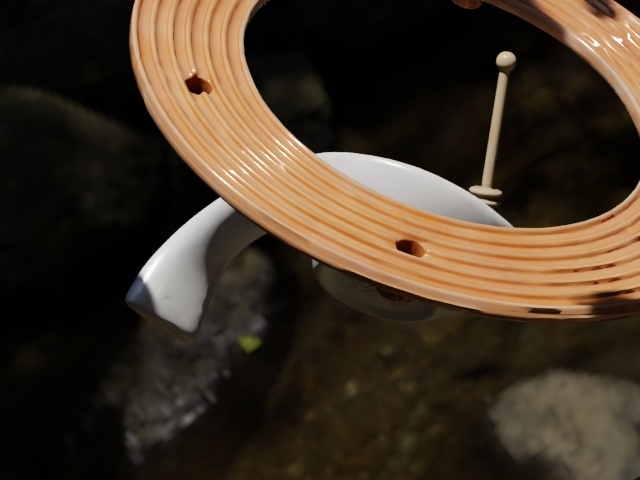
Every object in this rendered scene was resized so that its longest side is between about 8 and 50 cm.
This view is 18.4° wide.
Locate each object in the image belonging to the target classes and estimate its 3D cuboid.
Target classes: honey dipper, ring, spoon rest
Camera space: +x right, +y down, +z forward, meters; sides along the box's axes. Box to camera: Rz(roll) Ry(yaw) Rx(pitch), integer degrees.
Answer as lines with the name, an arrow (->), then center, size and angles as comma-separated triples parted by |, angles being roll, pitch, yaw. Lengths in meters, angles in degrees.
honey dipper -> 0.152, -0.088, 1.753 | 0.030, 0.160, 0.030 | 7, 10, -1
ring -> 0.063, -0.069, 1.029 | 0.336, 0.336, 0.032 | -76, 5, -53
spoon rest -> 0.000, 0.000, 1.108 | 0.276, 0.137, 0.084 | -11, 52, 47

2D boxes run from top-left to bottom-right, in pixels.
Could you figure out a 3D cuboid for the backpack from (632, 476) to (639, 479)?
backpack -> 0.232, 0.229, 1.228 | 0.253, 0.191, 0.225 | -34, -8, 9
